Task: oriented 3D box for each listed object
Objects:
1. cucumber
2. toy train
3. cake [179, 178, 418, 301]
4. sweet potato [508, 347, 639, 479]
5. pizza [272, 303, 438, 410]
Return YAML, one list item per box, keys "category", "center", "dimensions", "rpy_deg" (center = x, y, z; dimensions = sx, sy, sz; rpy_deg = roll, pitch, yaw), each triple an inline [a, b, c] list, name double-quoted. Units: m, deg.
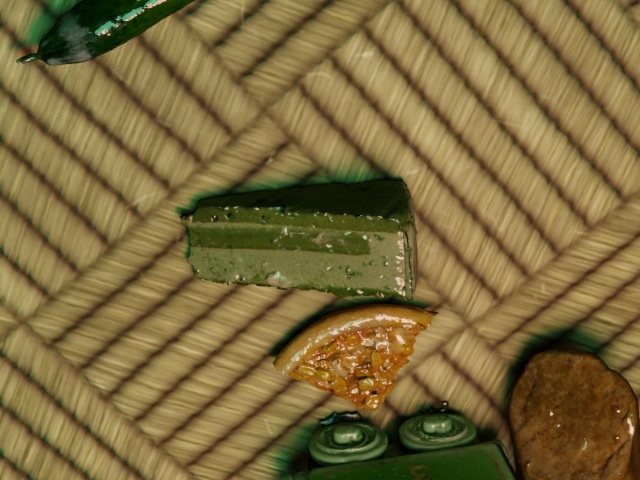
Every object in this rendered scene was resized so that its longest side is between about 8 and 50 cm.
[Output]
- category: "cucumber"
  center: [-0.171, -0.218, 1.550]
  dimensions: [0.250, 0.056, 0.056]
  rpy_deg: [-29, 116, 4]
- category: "toy train"
  center: [0.090, 0.270, 1.744]
  dimensions: [0.243, 0.188, 0.132]
  rpy_deg: [-7, 113, -6]
- category: "cake"
  center: [-0.015, -0.006, 1.686]
  dimensions: [0.235, 0.099, 0.100]
  rpy_deg: [3, 117, 12]
- category: "sweet potato"
  center: [0.283, 0.291, 1.810]
  dimensions: [0.157, 0.158, 0.370]
  rpy_deg: [-12, 126, -3]
- category: "pizza"
  center: [0.039, 0.129, 1.751]
  dimensions: [0.178, 0.041, 0.131]
  rpy_deg: [-7, 117, -6]
